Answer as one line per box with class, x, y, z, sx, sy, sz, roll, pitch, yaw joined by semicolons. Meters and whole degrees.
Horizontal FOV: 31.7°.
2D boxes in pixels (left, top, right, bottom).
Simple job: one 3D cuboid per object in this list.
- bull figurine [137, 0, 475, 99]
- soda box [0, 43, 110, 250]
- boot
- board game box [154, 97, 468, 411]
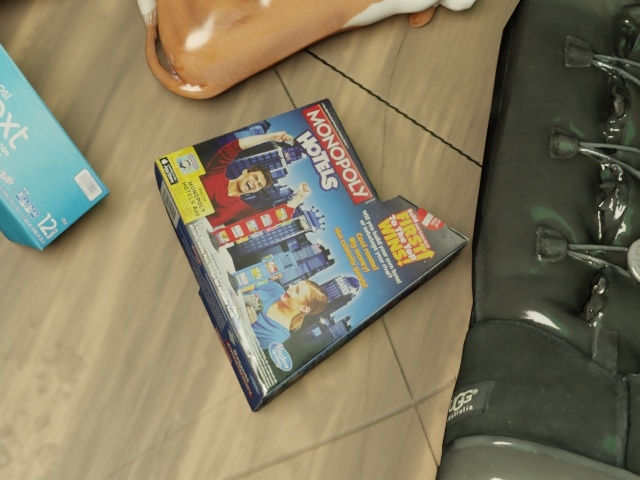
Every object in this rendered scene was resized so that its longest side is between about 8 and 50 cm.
bull figurine;-0.013;-0.227;0.909;0.310;0.101;0.188;-28;76;-20
soda box;-0.241;-0.095;0.774;0.067;0.071;0.210;-44;118;-22
boot;0.277;0.039;0.861;0.367;0.146;0.445;25;55;-17
board game box;0.000;0.000;0.850;0.194;0.060;0.194;-21;75;-19
